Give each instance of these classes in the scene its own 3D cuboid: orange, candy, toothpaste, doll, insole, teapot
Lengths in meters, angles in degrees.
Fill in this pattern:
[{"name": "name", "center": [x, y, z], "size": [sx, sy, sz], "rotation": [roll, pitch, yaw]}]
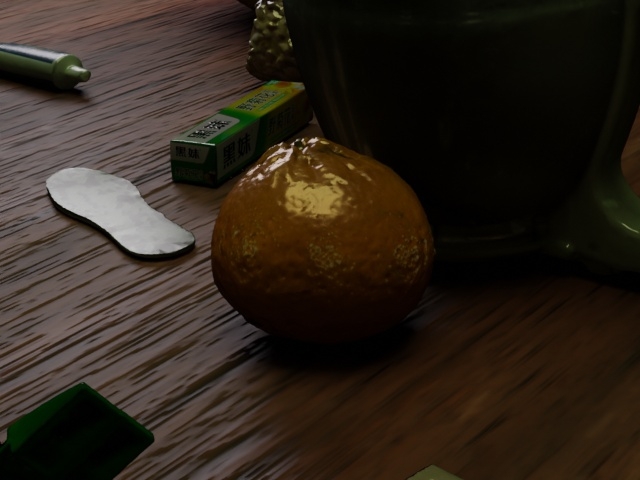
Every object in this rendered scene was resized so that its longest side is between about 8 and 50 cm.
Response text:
[{"name": "orange", "center": [0.001, 0.001, 0.801], "size": [0.135, 0.118, 0.135], "rotation": [-4, 29, 2]}, {"name": "candy", "center": [-0.018, -0.182, 1.268], "size": [0.110, 0.085, 0.095], "rotation": [17, 21, 14]}, {"name": "toothpaste", "center": [-0.291, -0.174, 1.319], "size": [0.197, 0.035, 0.057], "rotation": [17, 13, 38]}, {"name": "doll", "center": [-0.161, 0.110, 0.551], "size": [0.186, 0.106, 0.134], "rotation": [6, 61, 53]}, {"name": "insole", "center": [-0.150, -0.022, 0.995], "size": [0.065, 0.006, 0.193], "rotation": [-15, 27, -30]}, {"name": "teapot", "center": [0.142, -0.107, 0.893], "size": [0.321, 0.239, 0.239], "rotation": [-2, 24, 10]}, {"name": "toothpaste", "center": [-0.060, -0.091, 1.114], "size": [0.043, 0.037, 0.178], "rotation": [11, 26, 22]}]

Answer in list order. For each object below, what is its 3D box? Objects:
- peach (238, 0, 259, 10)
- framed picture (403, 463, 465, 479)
[{"name": "peach", "center": [0.011, -0.385, 1.478], "size": [0.372, 0.373, 0.290], "rotation": [13, 62, 28]}, {"name": "framed picture", "center": [0.036, 0.179, 0.510], "size": [0.189, 0.023, 0.260], "rotation": [22, 31, 36]}]
